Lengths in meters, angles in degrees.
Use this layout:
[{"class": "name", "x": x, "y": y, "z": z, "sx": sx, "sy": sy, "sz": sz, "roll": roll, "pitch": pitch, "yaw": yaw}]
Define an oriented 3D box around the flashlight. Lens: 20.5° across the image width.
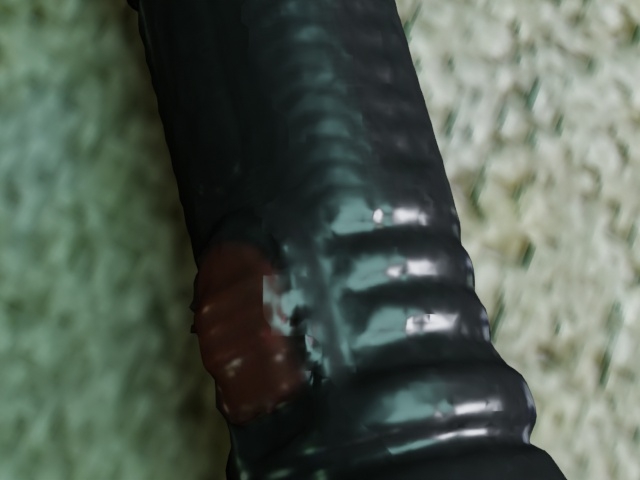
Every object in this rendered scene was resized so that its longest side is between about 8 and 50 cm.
[{"class": "flashlight", "x": 0.000, "y": 0.000, "z": 0.403, "sx": 0.093, "sy": 0.093, "sz": 0.232, "roll": -8, "pitch": 72, "yaw": -25}]
